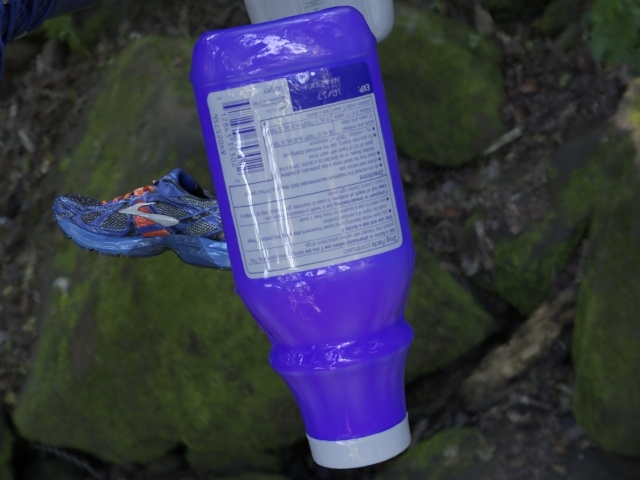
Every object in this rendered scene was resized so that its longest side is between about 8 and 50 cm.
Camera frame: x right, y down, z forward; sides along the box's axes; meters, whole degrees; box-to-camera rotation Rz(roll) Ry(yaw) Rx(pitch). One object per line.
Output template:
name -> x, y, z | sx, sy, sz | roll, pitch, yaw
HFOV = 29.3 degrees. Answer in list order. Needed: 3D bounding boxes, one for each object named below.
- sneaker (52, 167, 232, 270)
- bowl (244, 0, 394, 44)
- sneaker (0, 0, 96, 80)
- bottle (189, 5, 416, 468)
sneaker -> -0.152, -0.028, 1.179 | 0.221, 0.087, 0.083 | 6, 11, 13
bowl -> -0.004, -0.234, 1.174 | 0.142, 0.142, 0.053 | -15, 28, 8
sneaker -> -0.258, -0.148, 0.854 | 0.315, 0.182, 0.127 | -17, -29, -49
bottle -> 0.000, 0.000, 0.769 | 0.118, 0.283, 0.092 | -12, 11, 1
